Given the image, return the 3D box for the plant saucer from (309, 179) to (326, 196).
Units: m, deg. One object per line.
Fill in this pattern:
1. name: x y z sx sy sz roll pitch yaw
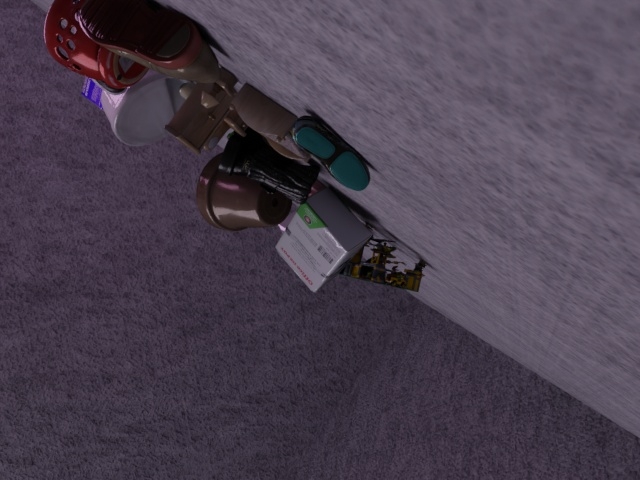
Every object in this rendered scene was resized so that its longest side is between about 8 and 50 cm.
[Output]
1. plant saucer: -0.059 -0.172 1.976 0.332 0.084 0.332 36 179 1

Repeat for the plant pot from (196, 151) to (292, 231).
1. plant pot: -0.217 -0.140 1.803 0.229 0.263 0.263 17 165 42

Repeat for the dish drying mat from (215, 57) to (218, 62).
1. dish drying mat: -0.220 -0.365 1.129 0.032 0.008 0.083 38 179 1

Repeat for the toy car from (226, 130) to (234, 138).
1. toy car: -0.290 -0.363 1.965 0.239 0.053 0.225 37 179 5

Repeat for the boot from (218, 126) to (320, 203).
1. boot: -0.135 -0.215 1.635 0.260 0.131 0.348 17 -159 -6

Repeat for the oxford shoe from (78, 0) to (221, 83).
1. oxford shoe: -0.330 -0.377 1.096 0.348 0.123 0.130 36 178 29

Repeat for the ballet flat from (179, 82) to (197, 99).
1. ballet flat: -0.356 -0.419 1.702 0.052 0.057 0.168 48 -170 11

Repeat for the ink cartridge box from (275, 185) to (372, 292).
1. ink cartridge box: 0.000 0.002 1.830 0.211 0.121 0.289 49 144 9

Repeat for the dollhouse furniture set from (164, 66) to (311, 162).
1. dollhouse furniture set: -0.144 -0.202 1.294 0.355 0.174 0.303 37 179 16

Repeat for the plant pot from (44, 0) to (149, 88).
1. plant pot: -0.475 -0.441 1.283 0.174 0.191 0.191 31 178 11

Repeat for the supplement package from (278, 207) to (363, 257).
1. supplement package: 0.000 0.000 2.181 0.262 0.204 0.145 59 -173 21

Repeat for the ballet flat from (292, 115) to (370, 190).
1. ballet flat: 0.022 -0.164 1.058 0.188 0.070 0.070 40 177 -34

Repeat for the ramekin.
1. ramekin: -0.517 -0.419 1.711 0.127 0.273 0.273 49 -178 16

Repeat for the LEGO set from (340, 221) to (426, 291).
1. LEGO set: 0.198 0.046 1.942 0.254 0.192 0.331 15 176 -22

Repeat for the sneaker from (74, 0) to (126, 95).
1. sneaker: -0.561 -0.505 1.473 0.153 0.101 0.269 18 130 61

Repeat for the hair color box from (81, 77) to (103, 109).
1. hair color box: -0.668 -0.491 1.941 0.185 0.110 0.339 10 -167 -36
